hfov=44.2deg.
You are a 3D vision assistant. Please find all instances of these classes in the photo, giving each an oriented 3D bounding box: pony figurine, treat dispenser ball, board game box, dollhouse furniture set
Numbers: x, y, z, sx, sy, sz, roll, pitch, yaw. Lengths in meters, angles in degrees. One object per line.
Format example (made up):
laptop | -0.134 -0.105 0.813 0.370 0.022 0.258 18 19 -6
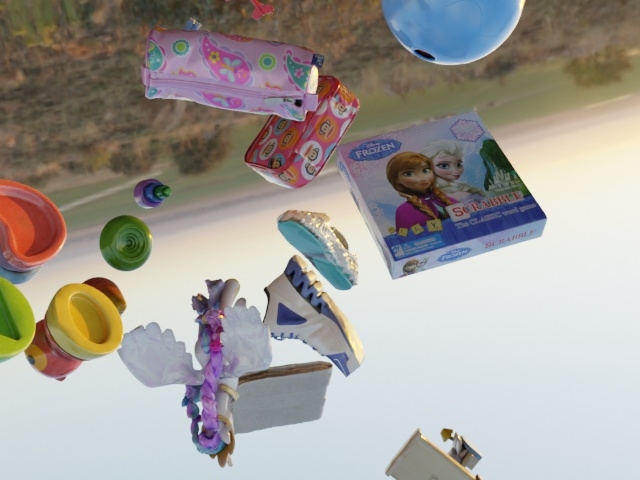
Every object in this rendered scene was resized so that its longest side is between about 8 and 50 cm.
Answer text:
pony figurine | -0.222 0.243 1.654 0.302 0.351 0.363 -10 -149 7
treat dispenser ball | 0.263 -0.498 1.575 0.288 0.288 0.288 -14 -178 1
board game box | 0.231 -0.101 1.569 0.318 0.318 0.066 -16 143 -12
dollhouse furniture set | 0.258 0.613 2.066 0.286 0.198 0.303 -52 177 3

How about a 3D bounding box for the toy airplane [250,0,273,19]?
toy airplane | -0.167 -0.568 1.825 0.151 0.151 0.028 -12 -133 41

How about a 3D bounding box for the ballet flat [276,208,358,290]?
ballet flat | 0.000 0.000 2.306 0.146 0.147 0.409 -14 143 21

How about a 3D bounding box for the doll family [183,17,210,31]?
doll family | -0.320 -0.511 2.112 0.111 0.193 0.076 -55 156 5

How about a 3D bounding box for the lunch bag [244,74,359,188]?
lunch bag | -0.058 -0.279 2.000 0.293 0.120 0.258 -58 -147 -8

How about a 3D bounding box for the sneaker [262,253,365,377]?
sneaker | -0.039 0.211 1.932 0.182 0.316 0.127 -35 173 10

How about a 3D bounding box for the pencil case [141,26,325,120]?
pencil case | -0.141 -0.268 1.276 0.283 0.124 0.124 9 -179 -3

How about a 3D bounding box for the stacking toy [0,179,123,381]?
stacking toy | -0.467 0.073 1.133 0.130 0.309 0.279 -38 165 26

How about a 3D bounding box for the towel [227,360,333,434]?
towel | -0.112 0.400 2.005 0.282 0.187 0.049 -3 -146 -24

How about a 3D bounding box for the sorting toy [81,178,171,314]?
sorting toy | -0.408 0.027 1.718 0.127 0.366 0.126 33 158 -34
